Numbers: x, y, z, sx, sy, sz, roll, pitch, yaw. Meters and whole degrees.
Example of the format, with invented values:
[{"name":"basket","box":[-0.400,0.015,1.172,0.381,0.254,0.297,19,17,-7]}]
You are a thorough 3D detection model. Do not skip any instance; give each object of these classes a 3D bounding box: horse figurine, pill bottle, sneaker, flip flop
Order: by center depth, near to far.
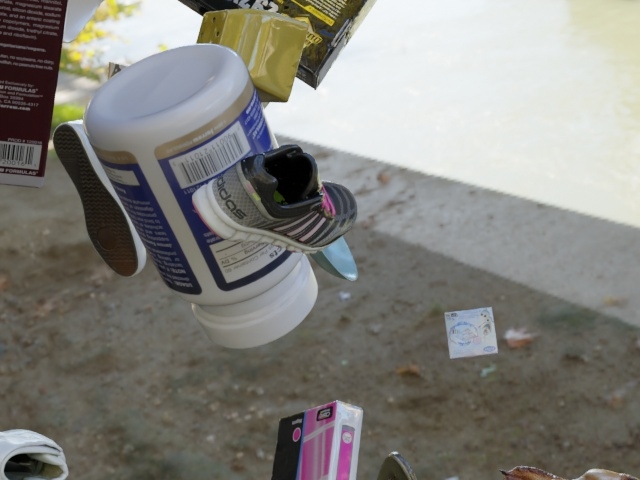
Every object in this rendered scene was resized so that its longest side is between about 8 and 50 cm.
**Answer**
[{"name":"sneaker","box":[-0.016,-0.034,0.802,0.075,0.063,0.170,-37,-25,32]},{"name":"pill bottle","box":[-0.100,-0.035,0.961,0.153,0.265,0.153,-14,35,10]},{"name":"horse figurine","box":[0.392,0.405,1.534,0.263,0.066,0.174,-26,50,39]},{"name":"sneaker","box":[-0.437,0.346,1.551,0.169,0.108,0.292,11,-11,24]},{"name":"sneaker","box":[-0.357,-0.082,1.817,0.106,0.290,0.123,-20,2,32]},{"name":"flip flop","box":[0.114,0.550,2.119,0.080,0.277,0.112,-6,47,-43]}]

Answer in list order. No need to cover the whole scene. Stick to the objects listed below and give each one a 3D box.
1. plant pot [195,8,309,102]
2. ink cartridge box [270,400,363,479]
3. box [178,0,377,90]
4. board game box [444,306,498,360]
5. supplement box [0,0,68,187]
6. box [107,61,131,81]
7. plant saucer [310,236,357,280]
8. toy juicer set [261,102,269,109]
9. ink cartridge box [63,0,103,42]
[{"name":"plant pot","box":[-0.075,-0.185,1.003,0.083,0.081,0.081,16,-3,-37]},{"name":"ink cartridge box","box":[-0.022,0.456,1.673,0.175,0.069,0.371,-27,50,49]},{"name":"box","box":[-0.070,-0.401,1.412,0.257,0.322,0.079,-57,-3,-7]},{"name":"board game box","box":[0.282,0.175,1.932,0.090,0.020,0.090,-8,67,9]},{"name":"supplement box","box":[-0.225,-0.172,0.757,0.073,0.239,0.130,6,39,-18]},{"name":"box","box":[-0.317,-0.245,1.675,0.028,0.081,0.136,2,11,-27]},{"name":"plant saucer","box":[0.000,0.000,1.923,0.037,0.195,0.195,-32,18,14]},{"name":"toy juicer set","box":[-0.124,-0.426,1.975,0.209,0.329,0.089,-31,14,-6]},{"name":"ink cartridge box","box":[-0.222,-0.395,1.031,0.119,0.207,0.353,-24,34,55]}]
